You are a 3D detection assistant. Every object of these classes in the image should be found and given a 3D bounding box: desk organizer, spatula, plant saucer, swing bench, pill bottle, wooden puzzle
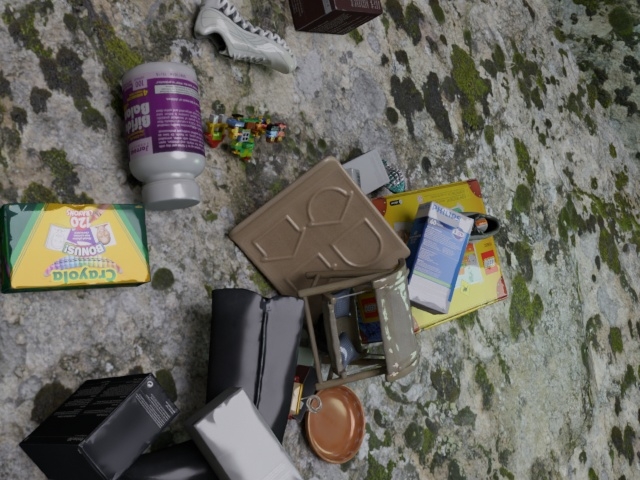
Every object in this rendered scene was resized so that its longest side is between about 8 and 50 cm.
[{"bbox_3d":[-0.052,0.371,1.902,0.047,0.050,0.130,43,61,-34],"label":"desk organizer"},{"bbox_3d":[-0.116,0.237,1.913,0.242,0.019,0.168,3,78,-43],"label":"spatula"},{"bbox_3d":[0.033,0.465,1.981,0.200,0.037,0.200,12,71,-40],"label":"plant saucer"},{"bbox_3d":[0.098,0.197,1.842,0.165,0.254,0.253,-67,148,-72],"label":"swing bench"},{"bbox_3d":[-0.343,-0.224,1.716,0.169,0.169,0.302,0,79,-43],"label":"pill bottle"},{"bbox_3d":[0.000,0.000,1.926,0.348,0.322,0.080,49,11,-22],"label":"wooden puzzle"}]

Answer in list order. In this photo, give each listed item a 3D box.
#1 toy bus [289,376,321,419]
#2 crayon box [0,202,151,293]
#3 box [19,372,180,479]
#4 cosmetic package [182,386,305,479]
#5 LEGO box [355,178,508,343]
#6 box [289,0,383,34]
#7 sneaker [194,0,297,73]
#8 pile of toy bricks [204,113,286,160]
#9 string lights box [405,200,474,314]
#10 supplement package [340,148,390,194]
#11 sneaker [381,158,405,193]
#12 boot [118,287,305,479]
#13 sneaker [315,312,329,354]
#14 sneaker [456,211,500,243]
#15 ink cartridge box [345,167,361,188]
[{"bbox_3d":[-0.129,0.355,1.810,0.191,0.104,0.202,-34,103,-33],"label":"toy bus"},{"bbox_3d":[-0.489,0.014,1.552,0.278,0.081,0.165,-2,81,-34],"label":"crayon box"},{"bbox_3d":[-0.412,0.348,1.441,0.184,0.261,0.103,-44,109,-40],"label":"box"},{"bbox_3d":[-0.151,0.418,1.527,0.127,0.107,0.238,-33,93,-27],"label":"cosmetic package"},{"bbox_3d":[0.281,0.049,2.208,0.500,0.193,0.373,-12,88,-43],"label":"LEGO box"},{"bbox_3d":[0.038,-0.691,2.189,0.203,0.167,0.168,-10,87,-44],"label":"box"},{"bbox_3d":[-0.193,-0.496,1.979,0.292,0.110,0.118,29,69,-25],"label":"sneaker"},{"bbox_3d":[-0.183,-0.250,1.930,0.212,0.118,0.105,-10,119,-53],"label":"pile of toy bricks"},{"bbox_3d":[0.286,0.046,1.977,0.133,0.077,0.260,23,76,-17],"label":"string lights box"},{"bbox_3d":[0.087,-0.170,2.145,0.179,0.105,0.105,-31,101,-44],"label":"supplement package"},{"bbox_3d":[0.208,-0.172,2.243,0.076,0.065,0.166,52,4,-37],"label":"sneaker"},{"bbox_3d":[-0.227,0.315,1.633,0.367,0.146,0.445,13,79,-25],"label":"boot"},{"bbox_3d":[0.044,0.253,2.004,0.170,0.051,0.089,33,96,-35],"label":"sneaker"},{"bbox_3d":[0.380,-0.041,2.114,0.271,0.108,0.100,-5,83,-39],"label":"sneaker"},{"bbox_3d":[0.024,-0.099,2.026,0.045,0.179,0.145,10,72,-55],"label":"ink cartridge box"}]
